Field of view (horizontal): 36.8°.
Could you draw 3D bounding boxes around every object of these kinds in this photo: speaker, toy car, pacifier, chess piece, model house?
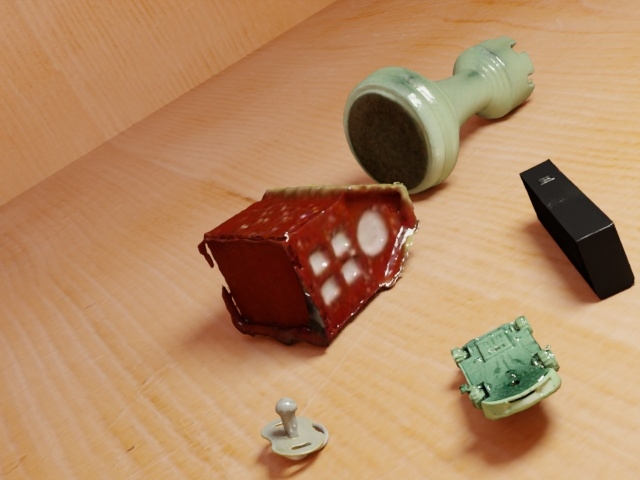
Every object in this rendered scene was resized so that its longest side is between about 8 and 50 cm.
[{"bbox_3d":[0.290,-0.019,1.103,0.044,0.082,0.218,-26,22,6],"label":"speaker"},{"bbox_3d":[0.181,0.131,0.939,0.093,0.058,0.186,-26,12,5],"label":"toy car"},{"bbox_3d":[-0.028,0.195,1.023,0.068,0.064,0.083,-15,20,-17],"label":"pacifier"},{"bbox_3d":[0.200,-0.213,1.491,0.299,0.194,0.195,-32,22,-33],"label":"chess piece"},{"bbox_3d":[0.000,0.000,1.276,0.196,0.160,0.254,1,35,49],"label":"model house"}]
